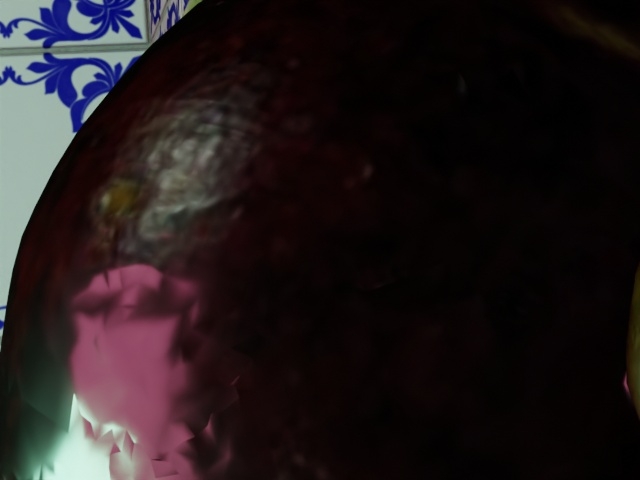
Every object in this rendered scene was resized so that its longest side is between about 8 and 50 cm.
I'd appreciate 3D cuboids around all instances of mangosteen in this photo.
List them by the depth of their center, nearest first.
[{"bbox_3d":[0.074,0.052,0.478,0.347,0.307,0.307,-10,83,50],"label":"mangosteen"}]

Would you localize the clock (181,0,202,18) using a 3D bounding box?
[{"bbox_3d":[-0.067,-0.084,1.395,0.308,0.096,0.235,-74,-13,-67],"label":"clock"}]
